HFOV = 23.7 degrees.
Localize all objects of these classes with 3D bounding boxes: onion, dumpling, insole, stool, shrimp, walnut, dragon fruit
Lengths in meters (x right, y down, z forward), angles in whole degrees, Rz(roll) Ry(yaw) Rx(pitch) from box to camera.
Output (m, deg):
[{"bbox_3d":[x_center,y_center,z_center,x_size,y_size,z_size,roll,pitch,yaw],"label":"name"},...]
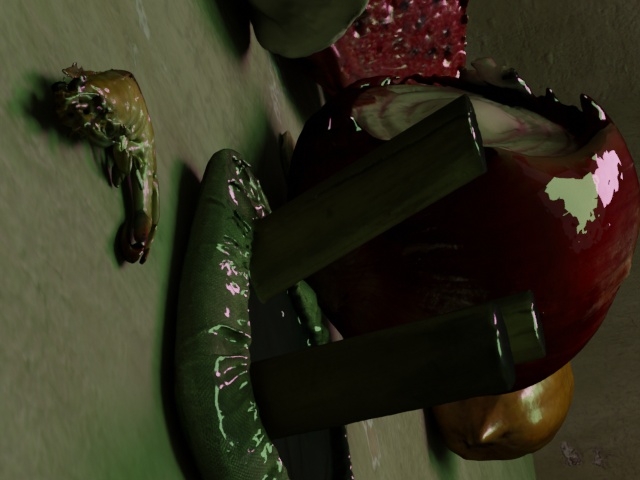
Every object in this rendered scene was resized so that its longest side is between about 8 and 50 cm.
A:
[{"bbox_3d":[0.130,-0.009,1.430,0.341,0.341,0.341,-13,90,-80],"label":"onion"},{"bbox_3d":[-0.033,-0.300,1.433,0.227,0.175,0.243,114,-12,-56],"label":"dumpling"},{"bbox_3d":[0.000,0.000,1.569,0.081,0.011,0.248,-88,162,-57],"label":"insole"},{"bbox_3d":[0.046,0.098,1.115,0.310,0.226,0.310,-89,162,-47],"label":"stool"},{"bbox_3d":[-0.126,-0.045,0.917,0.178,0.034,0.124,-40,123,-83],"label":"shrimp"},{"bbox_3d":[0.249,0.214,2.127,0.336,0.209,0.209,-51,127,-67],"label":"walnut"},{"bbox_3d":[0.081,-0.229,1.676,0.330,0.240,0.302,65,33,-21],"label":"dragon fruit"}]
